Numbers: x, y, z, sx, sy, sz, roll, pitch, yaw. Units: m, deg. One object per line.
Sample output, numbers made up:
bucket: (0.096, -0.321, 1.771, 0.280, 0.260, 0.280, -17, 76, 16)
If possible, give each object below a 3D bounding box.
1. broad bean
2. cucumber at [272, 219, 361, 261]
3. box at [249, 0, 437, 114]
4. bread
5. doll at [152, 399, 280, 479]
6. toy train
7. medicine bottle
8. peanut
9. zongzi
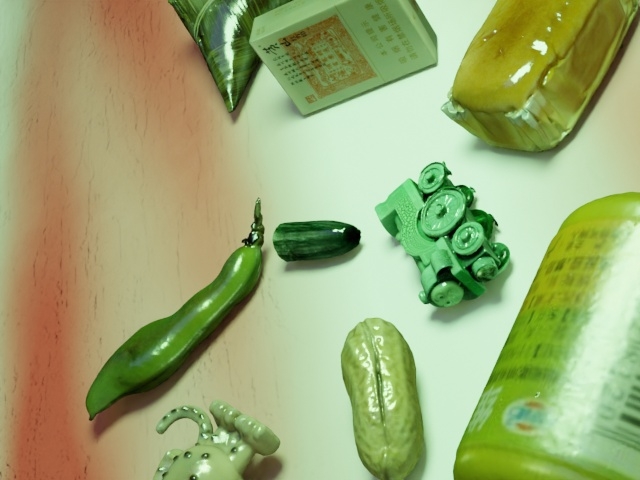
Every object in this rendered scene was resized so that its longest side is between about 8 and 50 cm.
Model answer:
broad bean: (-0.158, 0.095, 1.308, 0.325, 0.067, 0.075, -44, 71, -5)
cucumber: (0.000, 0.000, 1.274, 0.105, 0.048, 0.048, -3, 55, 34)
box: (0.030, -0.254, 1.393, 0.201, 0.141, 0.058, -17, 42, 24)
bread: (0.246, -0.219, 1.224, 0.136, 0.107, 0.241, 15, 65, 47)
doll: (-0.156, 0.285, 1.103, 0.154, 0.119, 0.278, 11, 58, 39)
toy train: (0.127, -0.006, 1.163, 0.104, 0.071, 0.178, -40, 39, 15)
medicine bottle: (0.216, 0.176, 0.822, 0.224, 0.224, 0.384, 8, 61, 41)
peanut: (0.061, 0.156, 1.075, 0.080, 0.080, 0.174, -23, 49, 21)
zongzi: (-0.068, -0.322, 1.574, 0.248, 0.111, 0.241, -30, 60, 5)
